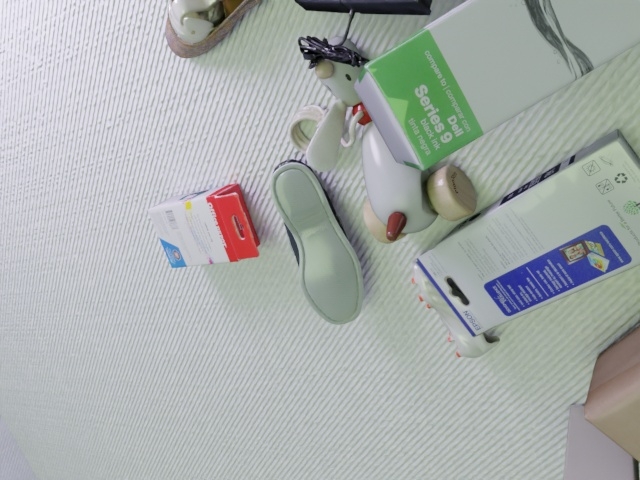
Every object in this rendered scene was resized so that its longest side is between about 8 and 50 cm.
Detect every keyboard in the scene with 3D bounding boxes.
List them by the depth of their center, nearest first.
[{"bbox_3d":[0.039,-0.306,0.665,0.317,0.033,0.201,41,120,56],"label":"keyboard"}]

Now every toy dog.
[{"bbox_3d":[0.073,-0.123,0.790,0.334,0.161,0.220,41,126,5],"label":"toy dog"}]

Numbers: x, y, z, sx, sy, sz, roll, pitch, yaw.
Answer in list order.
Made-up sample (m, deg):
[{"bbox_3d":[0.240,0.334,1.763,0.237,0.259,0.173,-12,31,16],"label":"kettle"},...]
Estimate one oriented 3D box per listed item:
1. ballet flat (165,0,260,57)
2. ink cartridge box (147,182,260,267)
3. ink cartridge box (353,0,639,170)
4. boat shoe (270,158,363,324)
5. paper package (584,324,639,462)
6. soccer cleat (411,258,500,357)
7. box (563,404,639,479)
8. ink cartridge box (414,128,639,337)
[{"bbox_3d":[-0.165,-0.381,0.830,0.316,0.106,0.107,-25,100,36],"label":"ballet flat"},{"bbox_3d":[-0.210,-0.028,1.047,0.231,0.078,0.134,-7,111,32],"label":"ink cartridge box"},{"bbox_3d":[0.192,-0.203,0.587,0.289,0.211,0.121,-30,98,7],"label":"ink cartridge box"},{"bbox_3d":[0.000,0.000,0.941,0.115,0.091,0.302,-14,106,5],"label":"boat shoe"},{"bbox_3d":[0.566,0.197,0.671,0.310,0.168,0.324,39,127,7],"label":"paper package"},{"bbox_3d":[0.220,0.105,0.887,0.076,0.068,0.196,-30,99,22],"label":"soccer cleat"},{"bbox_3d":[0.407,0.368,0.776,0.094,0.275,0.113,-6,112,31],"label":"box"},{"bbox_3d":[0.315,0.004,0.779,0.333,0.065,0.165,-34,95,35],"label":"ink cartridge box"}]
